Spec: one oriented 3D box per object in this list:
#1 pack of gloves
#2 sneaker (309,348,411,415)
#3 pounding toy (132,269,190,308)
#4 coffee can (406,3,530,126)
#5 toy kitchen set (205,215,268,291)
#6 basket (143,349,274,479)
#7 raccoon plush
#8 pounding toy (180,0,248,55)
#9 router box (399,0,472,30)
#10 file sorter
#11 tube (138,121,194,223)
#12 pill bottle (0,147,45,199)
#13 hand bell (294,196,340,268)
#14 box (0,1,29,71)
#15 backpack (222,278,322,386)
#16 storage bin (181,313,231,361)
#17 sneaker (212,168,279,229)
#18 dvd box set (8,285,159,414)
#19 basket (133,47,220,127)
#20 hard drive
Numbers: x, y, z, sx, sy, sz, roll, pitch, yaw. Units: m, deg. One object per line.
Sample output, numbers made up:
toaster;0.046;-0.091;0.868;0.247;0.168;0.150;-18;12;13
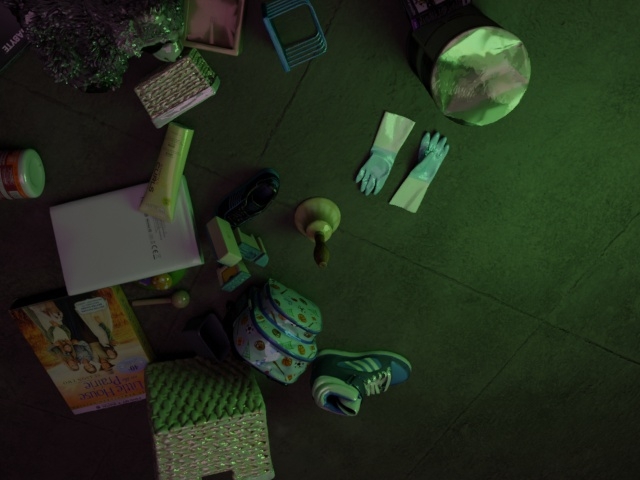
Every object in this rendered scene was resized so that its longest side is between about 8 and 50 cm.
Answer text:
pack of gloves;0.210;-0.188;1.576;0.195;0.046;0.232;17;118;-14
sneaker;0.128;0.442;1.832;0.322;0.236;0.130;8;120;-8
pounding toy;-0.454;0.104;1.667;0.182;0.110;0.237;-4;120;-1
coffee can;0.307;-0.388;1.329;0.201;0.275;0.202;-1;120;-2
toy kitchen set;-0.243;0.062;1.602;0.166;0.122;0.207;-38;144;18
basket;-0.326;0.516;1.773;0.328;0.331;0.267;-8;117;-16
raccoon plush;-0.472;-0.466;1.177;0.446;0.216;0.299;20;149;-34
pounding toy;-0.248;-0.521;1.327;0.181;0.094;0.206;10;110;-4
router box;0.221;-0.551;1.296;0.133;0.179;0.046;-23;163;10
file sorter;-0.057;-0.457;1.327;0.104;0.170;0.118;-22;120;6
tube;-0.371;-0.166;1.507;0.062;0.070;0.240;8;109;-42
pill bottle;-0.795;-0.155;1.485;0.221;0.121;0.121;-4;121;-2
hand bell;0.000;0.000;1.559;0.126;0.242;0.126;-2;121;-3
box;-0.782;-0.490;1.318;0.295;0.073;0.293;-34;116;16
backpack;-0.115;0.254;1.690;0.276;0.263;0.213;28;115;-18
storage bin;-0.333;0.278;1.798;0.091;0.098;0.135;-6;126;32
sneaker;-0.196;-0.088;1.581;0.081;0.090;0.232;40;111;-23
dvd box set;-0.665;0.316;1.806;0.307;0.062;0.421;-13;121;4
basket;-0.327;-0.351;1.405;0.167;0.113;0.103;-28;116;12
hard drive;-0.491;-0.013;1.569;0.352;0.047;0.233;-13;88;4
